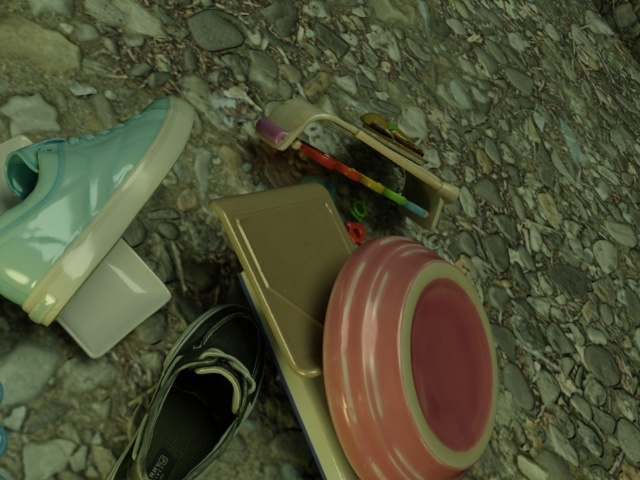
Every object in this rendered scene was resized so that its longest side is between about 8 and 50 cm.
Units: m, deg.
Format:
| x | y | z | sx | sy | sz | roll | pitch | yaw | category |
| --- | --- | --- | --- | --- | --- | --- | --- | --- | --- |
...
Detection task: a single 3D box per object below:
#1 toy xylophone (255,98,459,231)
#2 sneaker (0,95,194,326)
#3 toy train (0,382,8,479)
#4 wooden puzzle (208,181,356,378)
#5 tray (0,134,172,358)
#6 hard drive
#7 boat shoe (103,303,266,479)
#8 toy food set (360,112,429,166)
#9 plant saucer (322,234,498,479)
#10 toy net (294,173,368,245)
| x | y | z | sx | sy | sz | roll | pitch | yaw | category |
| --- | --- | --- | --- | --- | --- | --- | --- | --- | --- |
| 0.065 | -0.113 | 1.287 | 0.322 | 0.081 | 0.236 | 27 | 7 | -22 | toy xylophone |
| -0.265 | -0.080 | 0.981 | 0.150 | 0.135 | 0.366 | 39 | 41 | -14 | sneaker |
| -0.345 | 0.196 | 0.789 | 0.105 | 0.080 | 0.184 | 3 | 57 | -32 | toy train |
| -0.018 | 0.041 | 1.065 | 0.221 | 0.044 | 0.239 | -16 | 73 | -55 | wooden puzzle |
| -0.309 | 0.007 | 1.000 | 0.270 | 0.030 | 0.145 | 47 | 40 | 0 | tray |
| 0.031 | 0.170 | 1.101 | 0.210 | 0.040 | 0.319 | -9 | 73 | -54 | hard drive |
| -0.122 | 0.178 | 0.953 | 0.121 | 0.119 | 0.335 | 36 | 38 | -11 | boat shoe |
| 0.122 | -0.165 | 1.396 | 0.132 | 0.038 | 0.192 | 30 | 7 | -2 | toy food set |
| 0.129 | 0.154 | 1.062 | 0.332 | 0.084 | 0.332 | 20 | 65 | -51 | plant saucer |
| 0.000 | 0.000 | 1.260 | 0.122 | 0.045 | 0.232 | 40 | 43 | -22 | toy net |
